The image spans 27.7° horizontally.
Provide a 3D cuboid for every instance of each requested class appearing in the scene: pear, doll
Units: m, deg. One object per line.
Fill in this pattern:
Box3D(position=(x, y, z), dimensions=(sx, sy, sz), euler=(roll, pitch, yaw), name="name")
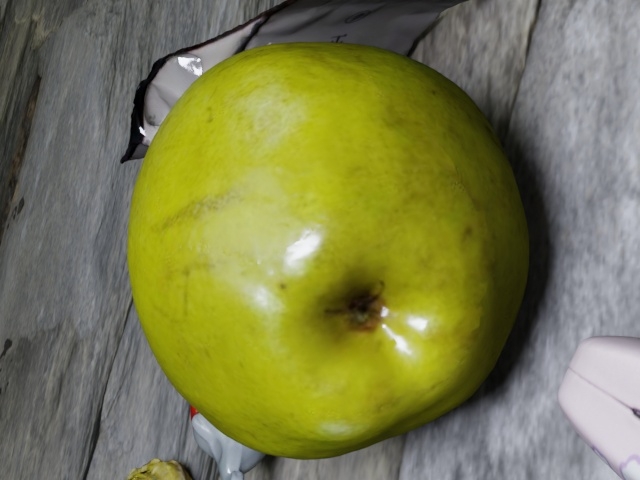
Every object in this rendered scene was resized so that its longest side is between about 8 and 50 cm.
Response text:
Box3D(position=(0.000, 0.000, 0.813), dimensions=(0.307, 0.252, 0.253), euler=(-124, 57, -77), name="pear")
Box3D(position=(-0.066, 0.114, 1.027), dimensions=(0.227, 0.075, 0.102), euler=(-94, 21, -55), name="doll")

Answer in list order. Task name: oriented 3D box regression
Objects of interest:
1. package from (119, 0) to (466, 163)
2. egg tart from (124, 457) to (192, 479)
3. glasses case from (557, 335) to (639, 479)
Box3D(position=(-0.019, -0.134, 0.977), dimensions=(0.251, 0.203, 0.062), euler=(-33, 77, 44), name="package")
Box3D(position=(-0.172, 0.276, 1.116), dimensions=(0.191, 0.074, 0.191), euler=(-35, 46, 47), name="egg tart")
Box3D(position=(0.205, 0.109, 0.514), dimensions=(0.075, 0.113, 0.297), euler=(-65, 28, 4), name="glasses case")
